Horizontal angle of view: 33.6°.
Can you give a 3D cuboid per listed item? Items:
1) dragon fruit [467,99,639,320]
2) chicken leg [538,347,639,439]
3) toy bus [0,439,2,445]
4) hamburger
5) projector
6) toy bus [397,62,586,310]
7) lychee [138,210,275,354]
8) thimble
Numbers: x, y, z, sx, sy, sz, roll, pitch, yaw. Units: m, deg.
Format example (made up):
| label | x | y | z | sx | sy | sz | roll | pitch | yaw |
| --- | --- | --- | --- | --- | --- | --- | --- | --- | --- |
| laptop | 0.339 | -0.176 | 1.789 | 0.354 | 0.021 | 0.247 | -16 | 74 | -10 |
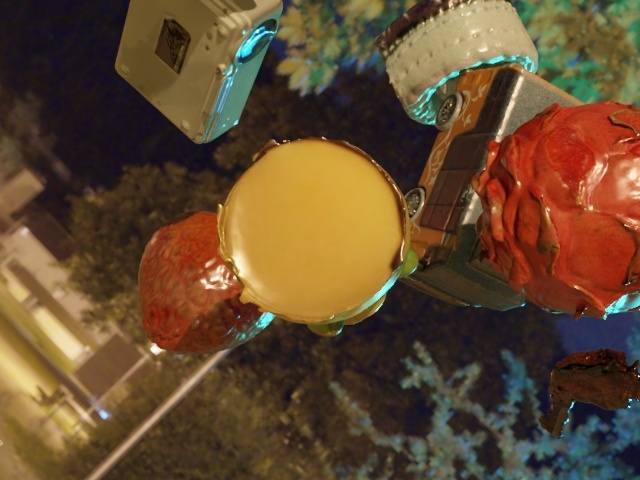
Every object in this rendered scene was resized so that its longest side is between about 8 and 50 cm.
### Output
| label | x | y | z | sx | sy | sz | roll | pitch | yaw |
| --- | --- | --- | --- | --- | --- | --- | --- | --- | --- |
| dragon fruit | 0.282 | -0.032 | 1.124 | 0.241 | 0.252 | 0.241 | 43 | 25 | -27 |
| chicken leg | 0.366 | 0.210 | 1.474 | 0.106 | 0.051 | 0.253 | 52 | -29 | 7 |
| toy bus | -0.558 | 0.211 | 1.482 | 0.276 | 0.133 | 0.165 | 30 | -37 | 50 |
| hamburger | 0.000 | 0.000 | 1.241 | 0.237 | 0.237 | 0.149 | 43 | -2 | 11 |
| projector | -0.174 | -0.273 | 1.442 | 0.192 | 0.099 | 0.257 | 41 | -39 | 9 |
| toy bus | 0.235 | -0.072 | 1.483 | 0.161 | 0.324 | 0.194 | 25 | -8 | -23 |
| lychee | -0.178 | 0.067 | 1.762 | 0.255 | 0.300 | 0.255 | 23 | -52 | 33 |
| thimble | 0.211 | -0.287 | 1.665 | 0.237 | 0.237 | 0.150 | 79 | -8 | -68 |
